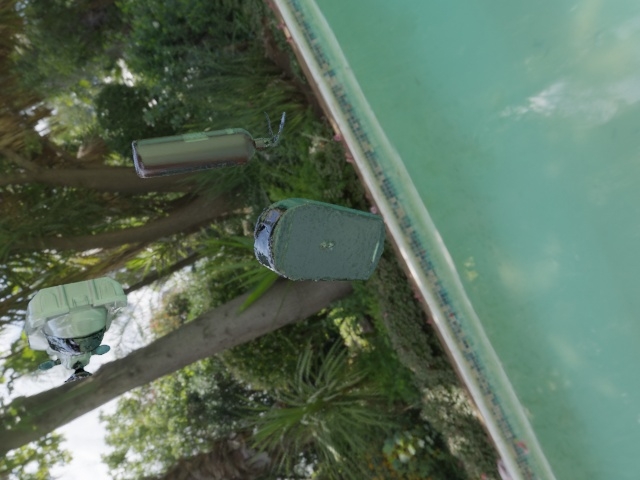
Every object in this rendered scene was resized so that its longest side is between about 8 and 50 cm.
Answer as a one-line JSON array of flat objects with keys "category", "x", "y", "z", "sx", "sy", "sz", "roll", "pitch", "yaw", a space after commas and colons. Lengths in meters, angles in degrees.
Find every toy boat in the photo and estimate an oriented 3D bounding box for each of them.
[{"category": "toy boat", "x": -0.390, "y": 0.142, "z": 0.798, "sx": 0.269, "sy": 0.141, "sz": 0.140, "roll": -49, "pitch": 60, "yaw": 50}]

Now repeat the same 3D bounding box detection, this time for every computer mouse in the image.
[{"category": "computer mouse", "x": -0.003, "y": -0.002, "z": 1.066, "sx": 0.087, "sy": 0.295, "sz": 0.168, "roll": 43, "pitch": 121, "yaw": 60}]

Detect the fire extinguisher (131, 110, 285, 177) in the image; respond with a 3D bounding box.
[{"category": "fire extinguisher", "x": -0.073, "y": -0.061, "z": 0.334, "sx": 0.046, "sy": 0.100, "sz": 0.032, "roll": -22, "pitch": 81, "yaw": 67}]
